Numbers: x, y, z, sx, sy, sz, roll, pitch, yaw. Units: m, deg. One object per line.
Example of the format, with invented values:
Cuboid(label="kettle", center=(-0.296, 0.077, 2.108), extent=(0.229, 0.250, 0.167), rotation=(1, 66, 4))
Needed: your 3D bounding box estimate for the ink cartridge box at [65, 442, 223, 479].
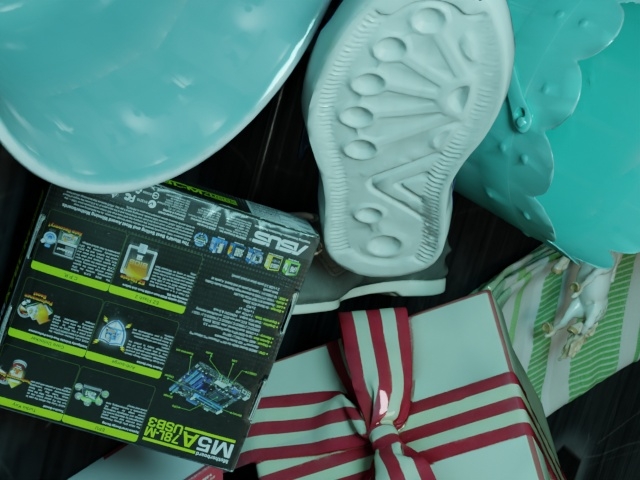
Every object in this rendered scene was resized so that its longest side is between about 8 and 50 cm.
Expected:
Cuboid(label="ink cartridge box", center=(-0.143, 0.249, 1.470), extent=(0.127, 0.072, 0.175), rotation=(-32, 137, -38))

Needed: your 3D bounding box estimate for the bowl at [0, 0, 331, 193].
Cuboid(label="bowl", center=(-0.133, -0.201, 1.064), extent=(0.311, 0.163, 0.312), rotation=(-34, 139, -35))

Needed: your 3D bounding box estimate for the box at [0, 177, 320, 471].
Cuboid(label="box", center=(-0.119, 0.048, 1.280), extent=(0.190, 0.045, 0.184), rotation=(17, 104, -15))

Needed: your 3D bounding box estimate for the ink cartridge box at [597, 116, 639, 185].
Cuboid(label="ink cartridge box", center=(0.295, -0.055, 1.731), extent=(0.139, 0.190, 0.082), rotation=(24, 95, -57))

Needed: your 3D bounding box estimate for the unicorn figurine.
Cuboid(label="unicorn figurine", center=(0.273, 0.037, 1.835), extent=(0.111, 0.060, 0.162), rotation=(-26, 150, -41))

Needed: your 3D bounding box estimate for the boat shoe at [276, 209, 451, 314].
Cuboid(label="boat shoe", center=(0.000, 0.000, 1.462), extent=(0.335, 0.112, 0.096), rotation=(-5, 101, -58))

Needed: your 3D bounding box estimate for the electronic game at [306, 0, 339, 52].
Cuboid(label="electronic game", center=(0.039, -0.241, 1.373), extent=(0.229, 0.048, 0.229), rotation=(-32, 143, -28))

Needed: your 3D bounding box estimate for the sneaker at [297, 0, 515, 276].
Cuboid(label="sneaker", center=(0.055, -0.150, 1.266), extent=(0.323, 0.130, 0.236), rotation=(97, -3, -56))

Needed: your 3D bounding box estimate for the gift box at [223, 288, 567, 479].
Cuboid(label="gift box", center=(0.066, 0.221, 1.527), extent=(0.276, 0.255, 0.258), rotation=(-23, 146, 5))

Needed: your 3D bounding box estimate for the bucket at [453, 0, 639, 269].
Cuboid(label="bucket", center=(0.204, -0.131, 1.558), extent=(0.281, 0.183, 0.281), rotation=(-34, 139, -36))

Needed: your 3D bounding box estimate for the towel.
Cuboid(label="towel", center=(0.246, 0.092, 1.917), extent=(0.325, 0.038, 0.248), rotation=(-29, 136, -40))
